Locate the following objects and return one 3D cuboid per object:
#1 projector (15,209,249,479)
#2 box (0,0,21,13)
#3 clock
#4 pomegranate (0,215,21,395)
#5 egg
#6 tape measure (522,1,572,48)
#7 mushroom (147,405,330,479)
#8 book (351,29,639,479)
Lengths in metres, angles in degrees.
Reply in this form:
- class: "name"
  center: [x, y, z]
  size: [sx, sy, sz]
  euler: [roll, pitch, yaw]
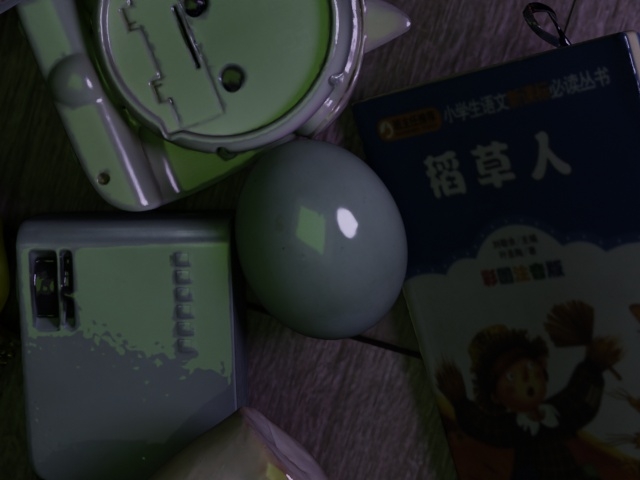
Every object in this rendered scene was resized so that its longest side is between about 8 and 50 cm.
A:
- class: "projector"
  center: [-0.170, 0.099, 1.363]
  size: [0.198, 0.108, 0.250]
  euler: [-1, 99, 4]
- class: "box"
  center: [-0.328, -0.253, 1.270]
  size: [0.269, 0.079, 0.135]
  euler: [-22, 74, 33]
- class: "clock"
  center: [-0.092, -0.194, 1.315]
  size: [0.324, 0.108, 0.265]
  euler: [-22, 95, 7]
- class: "pomegranate"
  center: [-0.355, 0.034, 1.340]
  size: [0.198, 0.246, 0.198]
  euler: [-18, 62, 37]
- class: "egg"
  center: [0.000, 0.000, 1.307]
  size: [0.149, 0.149, 0.192]
  euler: [-18, 123, 6]
- class: "tape measure"
  center: [0.195, -0.119, 1.305]
  size: [0.107, 0.104, 0.180]
  euler: [-26, 100, 13]
- class: "mushroom"
  center: [-0.140, 0.339, 1.241]
  size: [0.356, 0.315, 0.315]
  euler: [-13, 97, 0]
- class: "book"
  center: [0.198, 0.054, 1.279]
  size: [0.300, 0.039, 0.428]
  euler: [-11, 98, 45]
